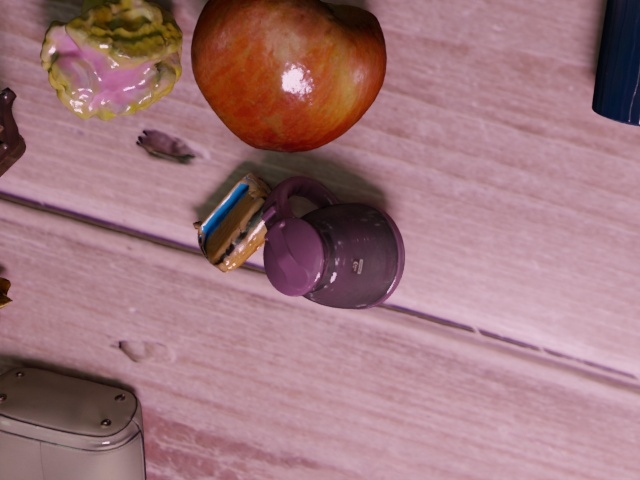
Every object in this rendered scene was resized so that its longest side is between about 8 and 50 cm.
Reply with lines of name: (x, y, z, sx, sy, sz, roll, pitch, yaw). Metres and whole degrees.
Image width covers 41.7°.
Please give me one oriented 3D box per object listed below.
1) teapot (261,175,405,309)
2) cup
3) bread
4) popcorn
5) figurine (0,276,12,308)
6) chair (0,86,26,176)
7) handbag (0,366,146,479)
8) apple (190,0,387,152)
teapot: (0.008, 0.001, 0.873, 0.116, 0.146, 0.148, -7, 86, 38)
cup: (0.334, -0.178, 0.776, 0.150, 0.113, 0.138, 8, 111, 10)
bread: (-0.089, -0.016, 0.936, 0.106, 0.053, 0.072, -47, 52, 19)
popcorn: (-0.213, -0.191, 0.870, 0.145, 0.126, 0.126, -39, 114, -8)
figurine: (-0.469, 0.129, 1.033, 0.234, 0.185, 0.127, -38, 55, -10)
chair: (-0.449, -0.086, 0.946, 0.160, 0.319, 0.186, 36, 67, -6)
handbag: (-0.335, 0.320, 1.100, 0.241, 0.109, 0.315, 13, 123, 7)
apple: (-0.027, -0.168, 0.802, 0.173, 0.195, 0.160, -18, 77, 42)
